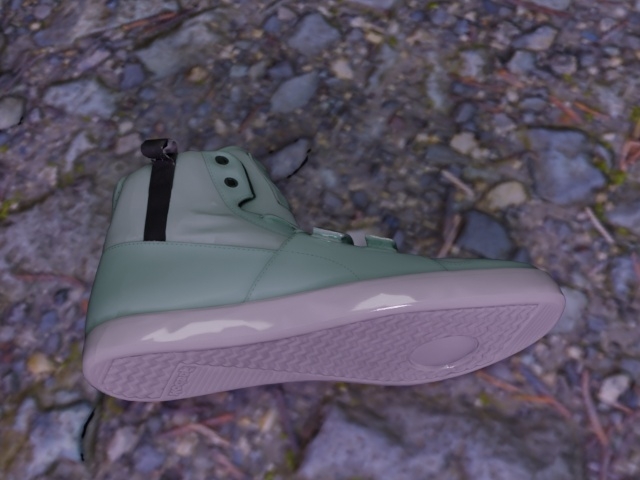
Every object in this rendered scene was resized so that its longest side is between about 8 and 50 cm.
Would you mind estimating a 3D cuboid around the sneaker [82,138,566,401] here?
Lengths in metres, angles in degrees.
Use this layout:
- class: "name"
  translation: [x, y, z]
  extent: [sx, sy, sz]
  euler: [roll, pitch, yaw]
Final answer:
- class: "sneaker"
  translation: [0.000, 0.000, 0.573]
  extent: [0.256, 0.094, 0.151]
  euler: [-4, 55, -2]
